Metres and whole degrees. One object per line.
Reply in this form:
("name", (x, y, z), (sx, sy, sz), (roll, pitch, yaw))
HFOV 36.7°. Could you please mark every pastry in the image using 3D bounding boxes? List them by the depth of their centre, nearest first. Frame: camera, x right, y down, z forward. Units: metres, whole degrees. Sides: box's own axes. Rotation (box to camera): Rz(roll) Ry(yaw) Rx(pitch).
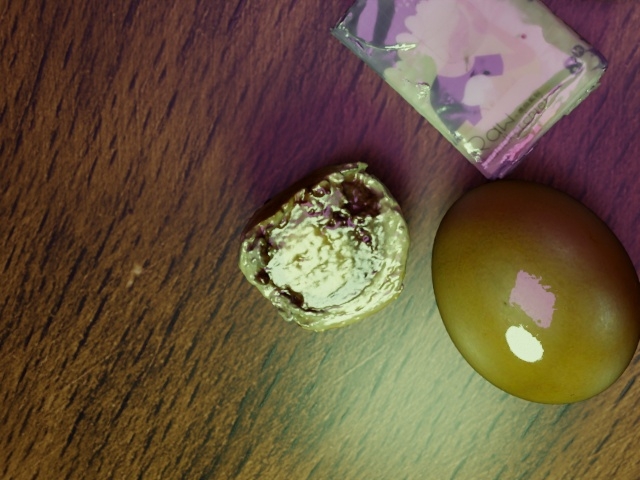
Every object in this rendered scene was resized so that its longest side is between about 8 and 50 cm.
("pastry", (0.010, 0.001, 1.516), (0.256, 0.170, 0.237), (-34, 118, 7))

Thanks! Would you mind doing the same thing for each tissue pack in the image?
("tissue pack", (0.220, -0.286, 1.419), (0.343, 0.125, 0.242), (42, 107, -5))

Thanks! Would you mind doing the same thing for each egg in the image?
("egg", (0.312, 0.074, 1.414), (0.282, 0.282, 0.351), (-37, 99, 16))
